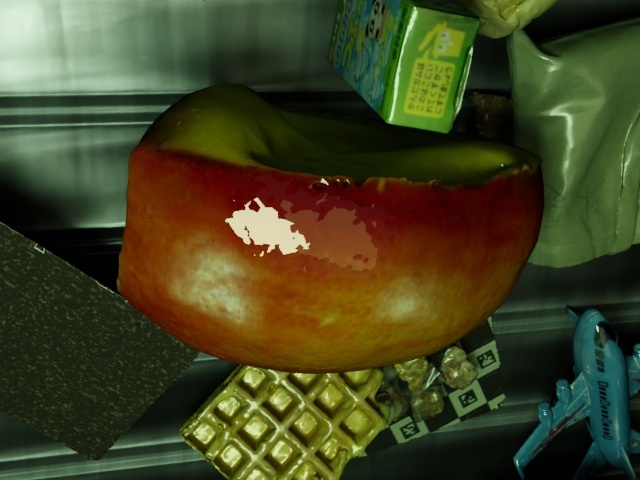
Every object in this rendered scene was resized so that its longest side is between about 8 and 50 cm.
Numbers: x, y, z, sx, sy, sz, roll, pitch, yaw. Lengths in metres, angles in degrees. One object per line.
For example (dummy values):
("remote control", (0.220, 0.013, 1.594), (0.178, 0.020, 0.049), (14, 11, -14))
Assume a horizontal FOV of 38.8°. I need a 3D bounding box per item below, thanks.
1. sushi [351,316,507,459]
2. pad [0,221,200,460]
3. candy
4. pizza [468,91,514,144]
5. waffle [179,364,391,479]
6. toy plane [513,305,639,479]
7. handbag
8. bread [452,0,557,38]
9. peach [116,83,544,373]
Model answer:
("sushi", (0.114, 0.163, 1.035), (0.210, 0.040, 0.192), (-20, 119, -6))
("pad", (-0.295, 0.070, 0.815), (0.330, 0.004, 0.220), (34, 124, -15))
("candy", (0.064, -0.168, 0.774), (0.062, 0.194, 0.097), (4, 114, -17))
("pizza", (0.198, -0.120, 0.935), (0.099, 0.029, 0.100), (-21, 121, -15))
("waffle", (-0.019, 0.177, 0.958), (0.160, 0.055, 0.211), (45, 84, -5))
("toy plane", (0.333, 0.179, 1.070), (0.254, 0.105, 0.271), (-23, 118, -5))
("handbag", (0.332, -0.117, 0.923), (0.316, 0.109, 0.253), (-14, 115, -16))
("bread", (0.190, -0.295, 0.797), (0.236, 0.106, 0.140), (-45, 110, 6))
("peach", (0.000, 0.000, 0.785), (0.381, 0.306, 0.242), (9, 105, -25))
